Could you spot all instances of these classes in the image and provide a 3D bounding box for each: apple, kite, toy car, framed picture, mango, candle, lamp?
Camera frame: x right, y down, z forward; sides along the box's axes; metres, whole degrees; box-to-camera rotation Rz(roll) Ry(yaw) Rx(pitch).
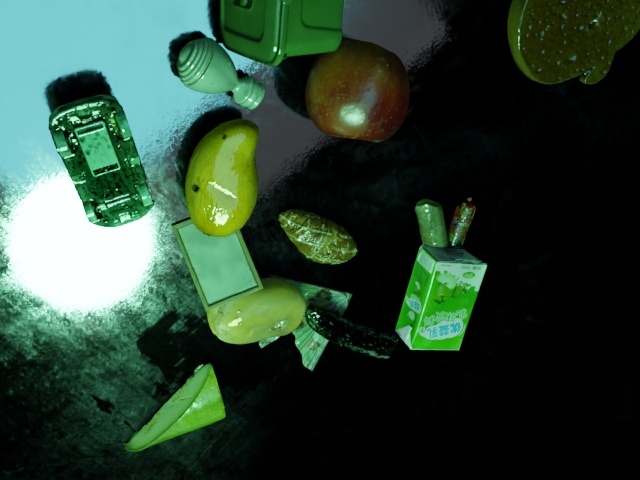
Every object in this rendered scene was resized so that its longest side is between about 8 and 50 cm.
[{"bbox_3d":[0.075,-0.307,1.451,0.218,0.218,0.201,9,102,-27],"label":"apple"},{"bbox_3d":[-0.035,0.198,1.756,0.267,0.013,0.323,-25,120,-12],"label":"kite"},{"bbox_3d":[-0.422,-0.160,1.357,0.136,0.125,0.306,-20,142,-12],"label":"toy car"},{"bbox_3d":[-0.225,0.037,1.536,0.136,0.010,0.201,-22,87,-14],"label":"framed picture"},{"bbox_3d":[-0.203,-0.133,1.476,0.157,0.109,0.262,11,104,-17],"label":"mango"},{"bbox_3d":[0.361,-0.049,1.790,0.052,0.052,0.131,10,110,-27],"label":"candle"},{"bbox_3d":[-0.197,-0.328,1.393,0.193,0.106,0.106,23,103,-38],"label":"lamp"}]

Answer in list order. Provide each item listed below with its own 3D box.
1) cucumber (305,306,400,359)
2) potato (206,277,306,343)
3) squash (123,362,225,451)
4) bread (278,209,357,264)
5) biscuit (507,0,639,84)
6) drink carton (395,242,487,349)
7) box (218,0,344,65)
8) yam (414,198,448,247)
[{"bbox_3d":[0.074,0.235,1.777,0.303,0.072,0.081,23,105,-33],"label":"cucumber"},{"bbox_3d":[-0.146,0.156,1.614,0.233,0.150,0.146,-7,77,-26],"label":"potato"},{"bbox_3d":[-0.358,0.414,1.668,0.252,0.093,0.169,-17,121,-16],"label":"squash"},{"bbox_3d":[0.000,0.000,1.644,0.233,0.076,0.105,28,98,-30],"label":"bread"},{"bbox_3d":[0.619,-0.537,1.665,0.394,0.070,0.350,-27,123,-9],"label":"biscuit"},{"bbox_3d":[0.315,0.148,1.829,0.161,0.108,0.271,5,112,-23],"label":"drink carton"},{"bbox_3d":[-0.065,-0.503,1.285,0.177,0.252,0.329,-10,118,-29],"label":"box"},{"bbox_3d":[0.279,-0.045,1.749,0.069,0.070,0.146,-23,119,-12],"label":"yam"}]
